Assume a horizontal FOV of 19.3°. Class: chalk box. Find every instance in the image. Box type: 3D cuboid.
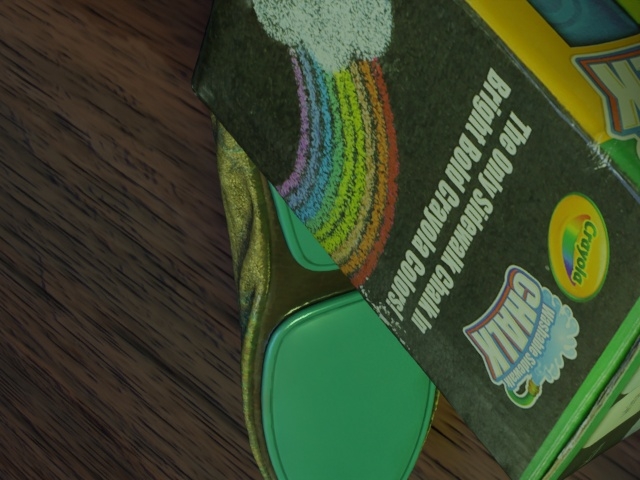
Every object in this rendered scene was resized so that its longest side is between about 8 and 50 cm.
[{"bbox_3d":[0.115,-0.041,0.700,0.289,0.179,0.180,50,150,18],"label":"chalk box"}]

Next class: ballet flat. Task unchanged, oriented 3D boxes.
[{"bbox_3d":[0.000,0.000,1.019,0.123,0.123,0.349,35,143,40],"label":"ballet flat"}]
